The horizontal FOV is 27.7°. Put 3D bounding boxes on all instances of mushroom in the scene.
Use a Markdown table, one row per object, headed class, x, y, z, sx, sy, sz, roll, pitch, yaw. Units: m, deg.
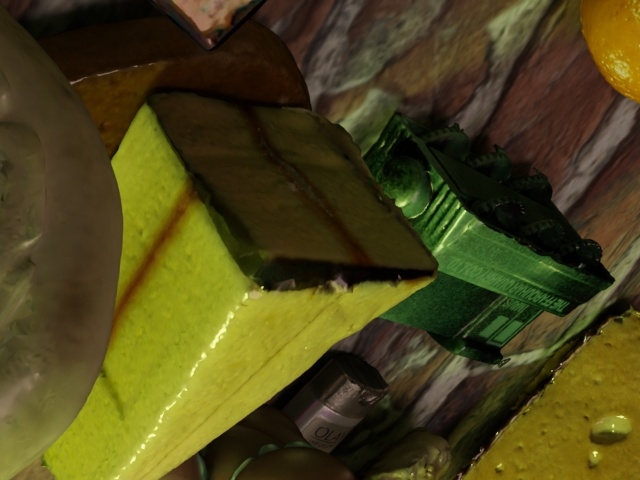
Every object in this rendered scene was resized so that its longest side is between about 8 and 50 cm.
| class | x | y | z | sx | sy | sz | roll | pitch | yaw |
| --- | --- | --- | --- | --- | --- | --- | --- | --- | --- |
| mushroom | -0.226 | -0.017 | 0.568 | 0.314 | 0.314 | 0.336 | -25 | 179 | -19 |

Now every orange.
| class | x | y | z | sx | sy | sz | roll | pitch | yaw |
| --- | --- | --- | --- | --- | --- | --- | --- | --- | --- |
| orange | 0.309 | -0.191 | 1.051 | 0.193 | 0.161 | 0.193 | -29 | 152 | -17 |

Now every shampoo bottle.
| class | x | y | z | sx | sy | sz | roll | pitch | yaw |
| --- | --- | --- | --- | --- | --- | --- | --- | --- | --- |
| shampoo bottle | -0.030 | 0.212 | 1.338 | 0.227 | 0.056 | 0.086 | -47 | 145 | 16 |

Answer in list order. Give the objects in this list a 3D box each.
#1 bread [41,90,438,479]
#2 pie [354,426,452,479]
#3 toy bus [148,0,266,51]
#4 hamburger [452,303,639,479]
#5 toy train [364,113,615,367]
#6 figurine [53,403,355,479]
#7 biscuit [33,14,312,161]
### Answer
| class | x | y | z | sx | sy | sz | roll | pitch | yaw |
| --- | --- | --- | --- | --- | --- | --- | --- | --- | --- |
| bread | -0.077 | 0.046 | 0.870 | 0.163 | 0.167 | 0.264 | -1 | 138 | -45 |
| pie | 0.040 | 0.353 | 1.474 | 0.339 | 0.077 | 0.339 | -52 | 163 | -23 |
| toy bus | 0.004 | -0.259 | 0.722 | 0.317 | 0.112 | 0.138 | -44 | 137 | 9 |
| hamburger | 0.339 | 0.335 | 1.611 | 0.445 | 0.287 | 0.268 | -46 | 152 | -5 |
| toy train | 0.128 | 0.012 | 1.165 | 0.178 | 0.138 | 0.330 | -44 | 147 | 19 |
| figurine | -0.109 | 0.311 | 1.213 | 0.248 | 0.277 | 0.388 | -66 | 170 | -65 |
| biscuit | -0.175 | -0.017 | 0.897 | 0.367 | 0.063 | 0.314 | -19 | 146 | -28 |
